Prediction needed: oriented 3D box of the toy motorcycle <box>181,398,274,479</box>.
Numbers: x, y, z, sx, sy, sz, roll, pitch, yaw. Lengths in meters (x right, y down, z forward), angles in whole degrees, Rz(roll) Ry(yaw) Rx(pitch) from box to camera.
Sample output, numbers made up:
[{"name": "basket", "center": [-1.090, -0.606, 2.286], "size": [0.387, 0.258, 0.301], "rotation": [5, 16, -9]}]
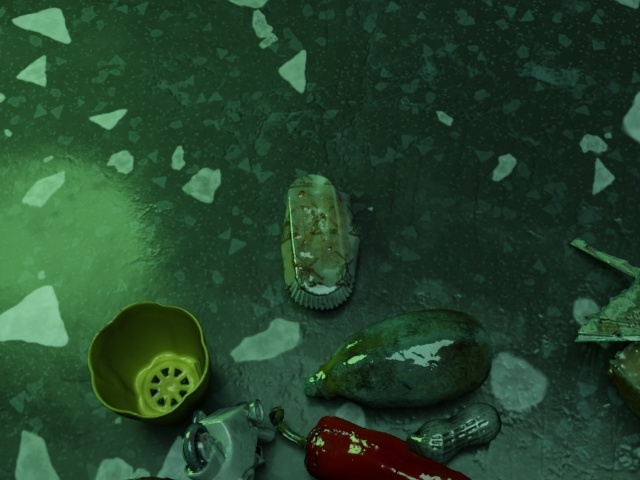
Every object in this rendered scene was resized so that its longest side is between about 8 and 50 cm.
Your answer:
[{"name": "toy motorcycle", "center": [-0.142, 0.342, 1.276], "size": [0.110, 0.260, 0.171], "rotation": [-12, 86, 15]}]

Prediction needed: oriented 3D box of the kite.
[{"name": "kite", "center": [0.586, 0.077, 1.419], "size": [0.406, 0.014, 0.368], "rotation": [-34, 46, -24]}]

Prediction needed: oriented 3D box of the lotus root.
[{"name": "lotus root", "center": [0.125, 0.204, 1.381], "size": [0.322, 0.140, 0.158], "rotation": [-11, 65, 0]}]

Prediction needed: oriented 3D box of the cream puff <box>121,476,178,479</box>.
[{"name": "cream puff", "center": [-0.276, 0.499, 1.221], "size": [0.302, 0.212, 0.303], "rotation": [0, 68, 1]}]

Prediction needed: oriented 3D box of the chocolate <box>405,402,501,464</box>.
[{"name": "chocolate", "center": [0.219, 0.318, 1.358], "size": [0.166, 0.072, 0.072], "rotation": [-21, 65, -10]}]

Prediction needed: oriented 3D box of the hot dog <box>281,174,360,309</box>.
[{"name": "hot dog", "center": [0.000, 0.000, 1.521], "size": [0.144, 0.075, 0.268], "rotation": [0, 61, -2]}]

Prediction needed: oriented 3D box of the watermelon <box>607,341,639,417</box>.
[{"name": "watermelon", "center": [0.657, 0.256, 1.337], "size": [0.264, 0.151, 0.302], "rotation": [-35, 48, -11]}]

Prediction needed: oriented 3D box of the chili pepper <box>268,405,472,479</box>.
[{"name": "chili pepper", "center": [0.090, 0.354, 1.309], "size": [0.387, 0.110, 0.110], "rotation": [13, 65, 24]}]

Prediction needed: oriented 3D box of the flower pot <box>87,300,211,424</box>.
[{"name": "flower pot", "center": [-0.268, 0.218, 1.371], "size": [0.195, 0.179, 0.195], "rotation": [-1, 65, 1]}]
